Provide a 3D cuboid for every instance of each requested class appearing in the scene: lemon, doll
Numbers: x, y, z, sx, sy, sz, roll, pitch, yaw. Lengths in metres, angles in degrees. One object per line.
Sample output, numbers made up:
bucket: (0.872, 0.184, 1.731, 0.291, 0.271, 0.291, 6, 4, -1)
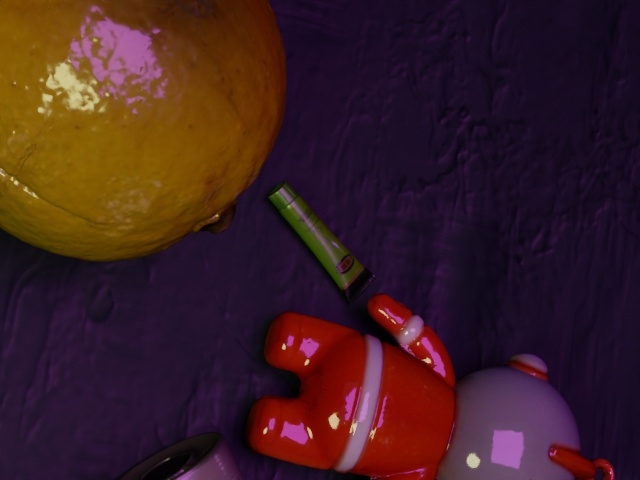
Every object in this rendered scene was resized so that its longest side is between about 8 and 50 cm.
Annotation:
lemon: (-0.172, -0.132, 1.280, 0.297, 0.297, 0.297, 4, 80, -24)
doll: (0.105, 0.162, 1.456, 0.336, 0.105, 0.200, 16, 73, -14)

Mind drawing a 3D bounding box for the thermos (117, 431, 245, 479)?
thermos: (-0.083, 0.266, 1.334, 0.105, 0.137, 0.193, -25, 100, 5)

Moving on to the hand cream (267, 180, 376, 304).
hand cream: (0.000, 0.000, 1.473, 0.122, 0.023, 0.036, 50, 62, -13)
